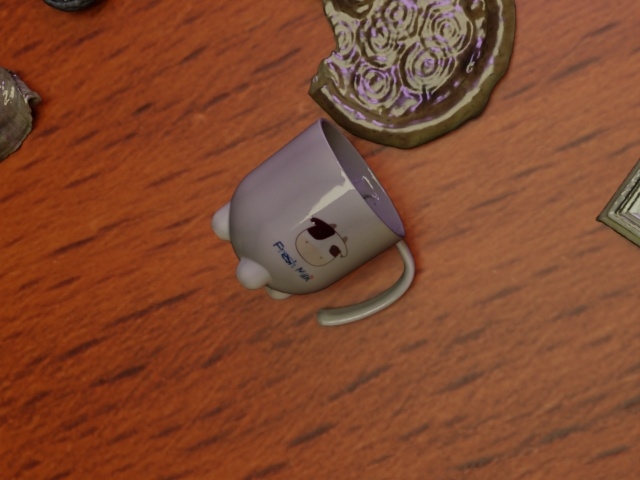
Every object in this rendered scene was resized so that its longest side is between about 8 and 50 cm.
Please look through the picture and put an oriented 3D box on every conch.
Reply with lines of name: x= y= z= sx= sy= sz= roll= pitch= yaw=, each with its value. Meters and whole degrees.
conch: x=-0.397 y=-0.141 z=1.117 sx=0.207 sy=0.130 sz=0.155 roll=6 pitch=126 yaw=-7

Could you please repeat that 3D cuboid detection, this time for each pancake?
pancake: x=0.080 y=-0.207 z=1.018 sx=0.212 sy=0.029 sz=0.235 roll=-12 pitch=89 yaw=13

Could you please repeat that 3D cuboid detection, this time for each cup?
cup: x=-0.006 y=-0.010 z=1.003 sx=0.142 sy=0.173 sz=0.134 roll=-36 pitch=50 yaw=13

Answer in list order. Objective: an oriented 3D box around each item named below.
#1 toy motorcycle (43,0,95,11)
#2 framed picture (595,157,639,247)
toy motorcycle: x=-0.267 y=-0.418 z=1.063 sx=0.223 sy=0.108 sz=0.341 roll=-29 pitch=90 yaw=21
framed picture: x=0.417 y=-0.076 z=0.919 sx=0.231 sy=0.018 sz=0.293 roll=37 pitch=99 yaw=21
